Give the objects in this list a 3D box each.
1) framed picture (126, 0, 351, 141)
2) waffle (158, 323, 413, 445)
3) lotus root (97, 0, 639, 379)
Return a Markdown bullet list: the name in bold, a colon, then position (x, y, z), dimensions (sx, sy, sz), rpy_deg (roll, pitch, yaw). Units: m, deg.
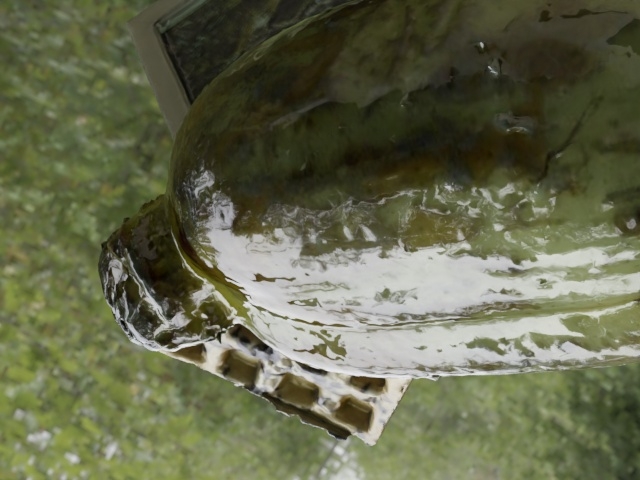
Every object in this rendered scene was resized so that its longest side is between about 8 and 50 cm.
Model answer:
- **framed picture**: position (0.057, -0.129, 0.713), dimensions (0.020, 0.324, 0.240), rpy_deg (45, -163, -51)
- **waffle**: position (0.000, 0.000, 1.146), dimensions (0.261, 0.376, 0.114), rpy_deg (23, -133, -1)
- **lotus root**: position (0.049, -0.021, 0.547), dimensions (0.309, 0.173, 0.173), rpy_deg (-7, -175, 23)
